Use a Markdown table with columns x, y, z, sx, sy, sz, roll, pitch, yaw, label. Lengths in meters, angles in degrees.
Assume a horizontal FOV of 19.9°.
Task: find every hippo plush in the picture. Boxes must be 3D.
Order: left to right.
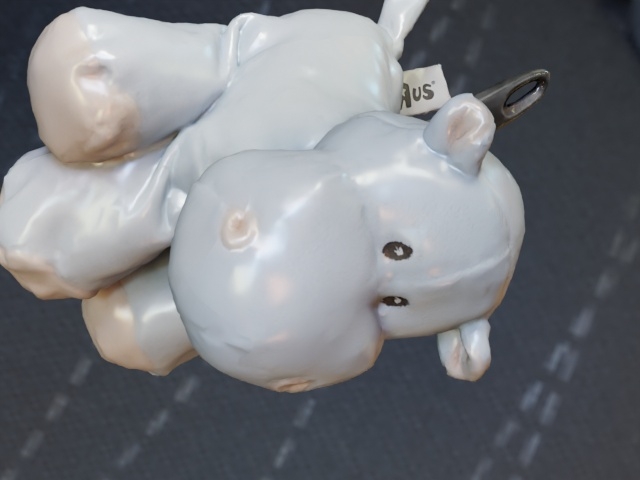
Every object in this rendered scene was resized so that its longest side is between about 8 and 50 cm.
| x | y | z | sx | sy | sz | roll | pitch | yaw | label |
| --- | --- | --- | --- | --- | --- | --- | --- | --- | --- |
| 0.000 | 0.000 | 0.943 | 0.294 | 0.236 | 0.234 | -18 | 127 | -23 | hippo plush |

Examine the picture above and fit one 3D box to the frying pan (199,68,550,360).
| x | y | z | sx | sy | sz | roll | pitch | yaw | label |
| --- | --- | --- | --- | --- | --- | --- | --- | --- | --- |
| 0.011 | -0.058 | 1.186 | 0.326 | 0.053 | 0.197 | -51 | 135 | -17 | frying pan |
